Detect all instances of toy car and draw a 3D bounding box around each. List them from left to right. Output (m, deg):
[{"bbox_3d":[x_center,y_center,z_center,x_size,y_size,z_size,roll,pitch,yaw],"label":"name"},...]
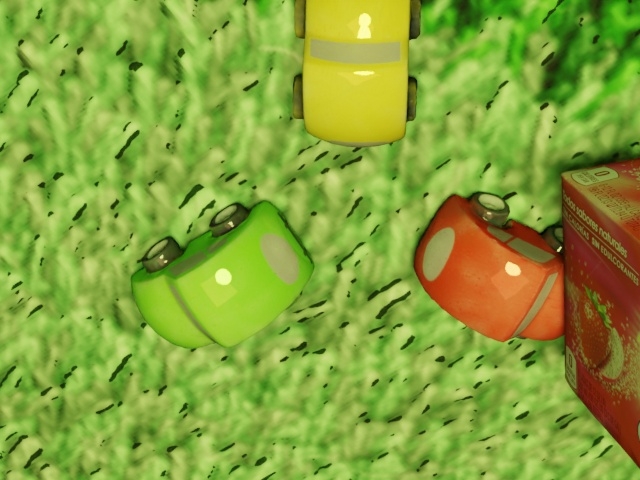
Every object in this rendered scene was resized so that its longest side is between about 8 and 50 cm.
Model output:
[{"bbox_3d":[0.000,0.000,0.715,0.225,0.053,0.239,-29,112,18],"label":"toy car"}]

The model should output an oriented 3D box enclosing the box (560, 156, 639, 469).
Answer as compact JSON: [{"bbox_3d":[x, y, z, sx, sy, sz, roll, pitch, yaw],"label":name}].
[{"bbox_3d":[0.212,0.059,0.601,0.128,0.257,0.122,-12,118,-12],"label":"box"}]
